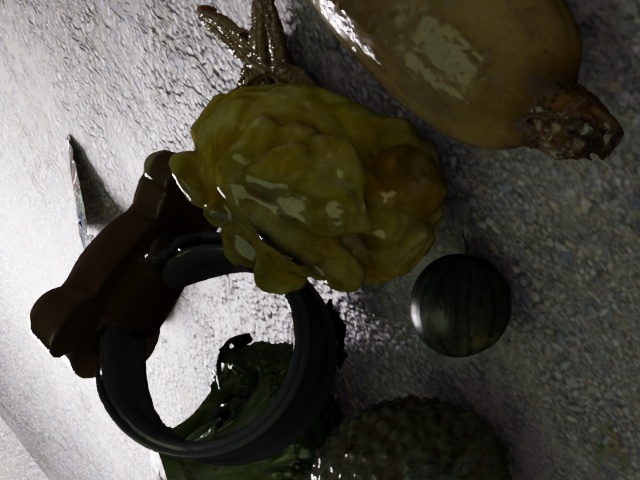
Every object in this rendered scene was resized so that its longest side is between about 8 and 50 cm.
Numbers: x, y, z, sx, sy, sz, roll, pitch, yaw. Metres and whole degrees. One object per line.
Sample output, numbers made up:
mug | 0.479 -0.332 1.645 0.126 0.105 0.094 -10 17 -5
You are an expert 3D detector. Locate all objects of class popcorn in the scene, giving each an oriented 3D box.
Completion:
popcorn | -0.012 -0.055 1.219 0.286 0.215 0.252 27 165 19

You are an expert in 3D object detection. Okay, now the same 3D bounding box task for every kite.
kite | -0.400 -0.014 2.023 0.314 0.011 0.335 -158 56 -71

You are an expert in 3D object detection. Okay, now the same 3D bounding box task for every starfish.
starfish | -0.050 -0.180 1.344 0.240 0.043 0.227 41 151 19

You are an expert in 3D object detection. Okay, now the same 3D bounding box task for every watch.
watch | -0.136 0.103 1.495 0.327 0.335 0.314 30 174 17

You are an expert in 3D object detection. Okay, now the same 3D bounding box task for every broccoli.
broccoli | -0.093 0.303 1.667 0.304 0.283 0.321 45 138 48

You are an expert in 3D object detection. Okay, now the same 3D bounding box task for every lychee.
lychee | 0.104 0.306 1.377 0.255 0.255 0.274 51 159 12

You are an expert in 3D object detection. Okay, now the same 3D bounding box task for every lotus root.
lotus root | 0.106 -0.180 0.977 0.342 0.151 0.169 50 152 18

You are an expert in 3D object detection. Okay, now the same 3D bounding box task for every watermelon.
watermelon | 0.145 0.054 1.222 0.105 0.105 0.133 18 111 50
